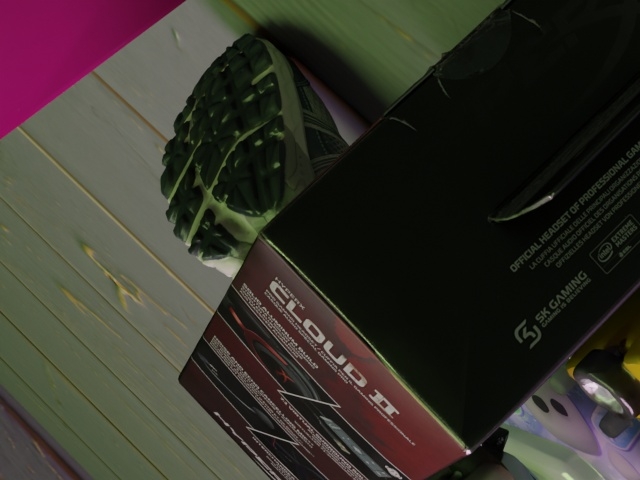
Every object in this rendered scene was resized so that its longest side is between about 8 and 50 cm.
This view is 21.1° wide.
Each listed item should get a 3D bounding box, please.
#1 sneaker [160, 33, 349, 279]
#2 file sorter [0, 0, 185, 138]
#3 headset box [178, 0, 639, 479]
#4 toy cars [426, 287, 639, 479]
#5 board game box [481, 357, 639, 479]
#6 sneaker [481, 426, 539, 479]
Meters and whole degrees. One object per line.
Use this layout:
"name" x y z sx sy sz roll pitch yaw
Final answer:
"sneaker" 0.000 0.000 0.977 0.122 0.110 0.283 19 -145 -40
"file sorter" -0.166 -0.191 0.744 0.182 0.291 0.202 37 159 38
"headset box" 0.067 -0.004 0.709 0.110 0.218 0.293 46 161 4
"toy cars" 0.120 0.104 0.778 0.087 0.176 0.394 45 125 -6
"board game box" 0.153 0.183 1.149 0.390 0.050 0.390 43 161 15
"sneaker" 0.161 0.196 0.989 0.256 0.094 0.151 27 -157 -3
